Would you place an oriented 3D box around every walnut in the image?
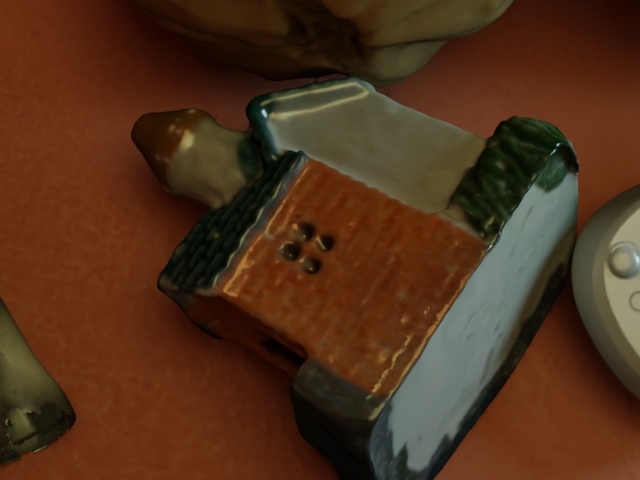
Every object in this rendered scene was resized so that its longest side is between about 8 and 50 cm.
[{"bbox_3d":[0.012,-0.300,1.403,0.383,0.383,0.383,3,71,-9],"label":"walnut"}]

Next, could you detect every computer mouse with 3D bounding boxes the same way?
[{"bbox_3d":[0.322,0.004,1.471,0.297,0.121,0.184,-36,90,-6],"label":"computer mouse"}]

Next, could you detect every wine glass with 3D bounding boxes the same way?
[{"bbox_3d":[-0.232,0.073,1.374,0.072,0.072,0.155,-24,77,-17],"label":"wine glass"}]

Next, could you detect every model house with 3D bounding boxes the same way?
[{"bbox_3d":[0.000,0.000,1.406,0.301,0.190,0.271,30,72,17],"label":"model house"}]
